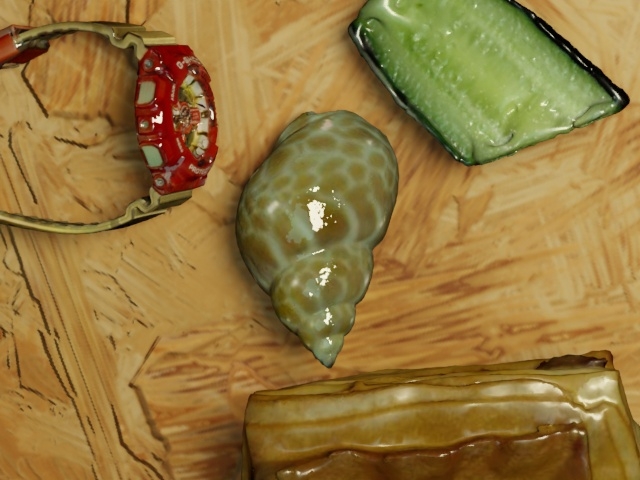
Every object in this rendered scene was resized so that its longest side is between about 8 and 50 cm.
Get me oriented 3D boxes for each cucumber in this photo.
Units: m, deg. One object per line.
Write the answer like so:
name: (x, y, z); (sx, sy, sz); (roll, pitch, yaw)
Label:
cucumber: (0.118, -0.123, 1.315); (0.193, 0.086, 0.115); (41, 107, 7)

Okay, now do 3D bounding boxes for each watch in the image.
watch: (-0.209, -0.088, 1.399); (0.268, 0.102, 0.165); (6, 98, 20)

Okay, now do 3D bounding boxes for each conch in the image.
conch: (-0.005, -0.013, 1.359); (0.116, 0.106, 0.173); (28, 94, -14)

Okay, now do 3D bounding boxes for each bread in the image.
bread: (0.099, 0.239, 1.353); (0.314, 0.191, 0.370); (-6, 114, 8)
